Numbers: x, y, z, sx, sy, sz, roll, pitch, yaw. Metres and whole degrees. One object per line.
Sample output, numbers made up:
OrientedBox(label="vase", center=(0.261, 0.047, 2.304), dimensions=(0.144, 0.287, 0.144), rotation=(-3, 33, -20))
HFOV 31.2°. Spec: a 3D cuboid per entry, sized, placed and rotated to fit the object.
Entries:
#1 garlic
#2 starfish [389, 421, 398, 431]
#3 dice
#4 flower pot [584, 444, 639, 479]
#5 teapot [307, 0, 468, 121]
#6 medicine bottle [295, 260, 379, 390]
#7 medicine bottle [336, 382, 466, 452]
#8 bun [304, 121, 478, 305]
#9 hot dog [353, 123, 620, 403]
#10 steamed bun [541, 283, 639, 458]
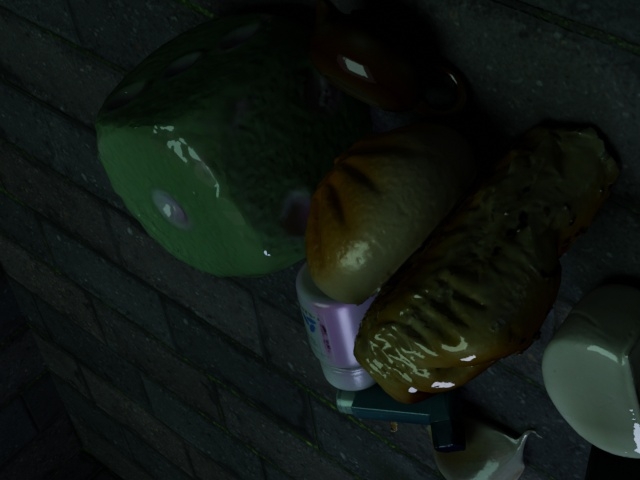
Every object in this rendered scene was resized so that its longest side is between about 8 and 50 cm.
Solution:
OrientedBox(label="garlic", center=(0.315, 0.402, 2.128), dimensions=(0.266, 0.128, 0.148), rotation=(0, 139, 41))
OrientedBox(label="starfish", center=(0.115, 0.291, 2.295), dimensions=(0.295, 0.048, 0.231), rotation=(36, 152, 29))
OrientedBox(label="dice", center=(-0.128, -0.153, 1.785), dimensions=(0.322, 0.330, 0.318), rotation=(10, 139, 48))
OrientedBox(label="flower pot", center=(0.491, 0.389, 1.757), dimensions=(0.148, 0.235, 0.235), rotation=(9, 137, 23))
OrientedBox(label="teapot", center=(0.094, -0.251, 1.580), dimensions=(0.252, 0.135, 0.178), rotation=(28, -175, 0))
OrientedBox(label="medicine bottle", center=(0.046, 0.149, 2.102), dimensions=(0.152, 0.152, 0.254), rotation=(27, 145, 34))
OrientedBox(label="medicine bottle", center=(0.154, 0.320, 2.141), dimensions=(0.258, 0.124, 0.079), rotation=(5, 166, 26))
OrientedBox(label="bun", center=(0.081, -0.059, 1.616), dimensions=(0.165, 0.299, 0.299), rotation=(42, 152, -3))
OrientedBox(label="hot dog", center=(0.207, 0.059, 1.543), dimensions=(0.196, 0.365, 0.367), rotation=(43, 154, 2))
OrientedBox(label="steamed bun", center=(0.415, 0.182, 1.636), dimensions=(0.164, 0.146, 0.241), rotation=(12, 137, 43))
